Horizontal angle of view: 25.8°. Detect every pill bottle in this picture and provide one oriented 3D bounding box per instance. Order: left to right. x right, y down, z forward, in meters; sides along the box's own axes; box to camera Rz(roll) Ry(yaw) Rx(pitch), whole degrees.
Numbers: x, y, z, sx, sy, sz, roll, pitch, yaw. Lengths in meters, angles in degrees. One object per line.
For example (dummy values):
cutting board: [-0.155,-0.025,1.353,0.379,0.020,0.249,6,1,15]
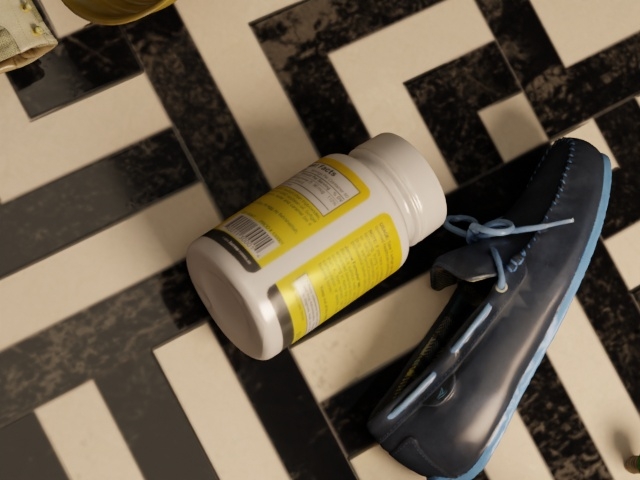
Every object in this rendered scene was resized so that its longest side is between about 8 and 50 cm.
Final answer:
pill bottle: [0.000,0.000,1.199,0.208,0.119,0.119,-33,91,-21]

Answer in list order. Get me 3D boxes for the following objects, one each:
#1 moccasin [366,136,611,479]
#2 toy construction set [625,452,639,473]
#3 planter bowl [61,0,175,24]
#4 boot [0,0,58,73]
moccasin: [0.151,0.045,1.233,0.116,0.138,0.342,29,71,-6]
toy construction set: [0.281,0.298,1.167,0.309,0.237,0.257,-41,93,-21]
planter bowl: [-0.135,-0.281,1.203,0.090,0.217,0.217,13,72,-53]
boot: [-0.264,-0.236,1.180,0.213,0.077,0.165,-34,90,-12]
